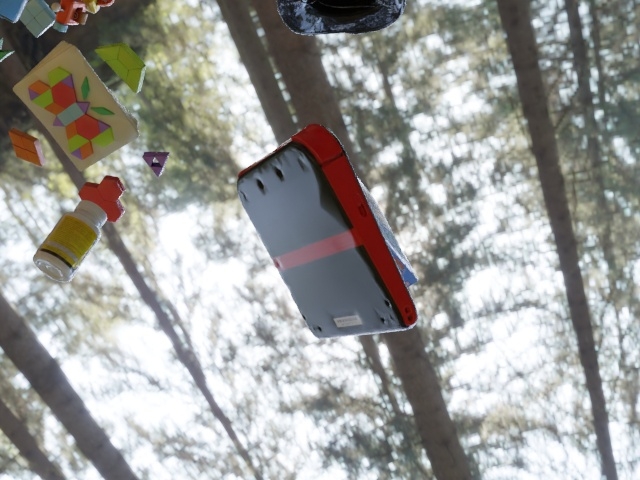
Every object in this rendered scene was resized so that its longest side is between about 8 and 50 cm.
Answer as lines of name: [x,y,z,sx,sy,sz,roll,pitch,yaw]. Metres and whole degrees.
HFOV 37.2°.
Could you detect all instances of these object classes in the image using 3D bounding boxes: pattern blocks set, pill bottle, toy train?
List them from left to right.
pill bottle: [-0.364,-0.002,1.393,0.065,0.065,0.116,7,-126,32]
pattern blocks set: [-0.379,-0.201,1.475,0.285,0.325,0.026,-43,-169,30]
toy train: [-0.309,-0.361,1.310,0.046,0.166,0.125,24,-170,3]

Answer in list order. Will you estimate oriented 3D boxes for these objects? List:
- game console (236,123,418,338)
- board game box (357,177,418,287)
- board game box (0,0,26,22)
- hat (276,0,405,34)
game console: [0.000,0.000,1.568,0.060,0.342,0.386,-30,-176,-23]
board game box: [0.080,-0.030,1.623,0.047,0.160,0.210,-33,-130,9]
board game box: [-0.227,-0.389,0.841,0.308,0.086,0.302,-56,-158,24]
hat: [0.044,-0.600,2.202,0.331,0.331,0.134,-9,-106,17]
